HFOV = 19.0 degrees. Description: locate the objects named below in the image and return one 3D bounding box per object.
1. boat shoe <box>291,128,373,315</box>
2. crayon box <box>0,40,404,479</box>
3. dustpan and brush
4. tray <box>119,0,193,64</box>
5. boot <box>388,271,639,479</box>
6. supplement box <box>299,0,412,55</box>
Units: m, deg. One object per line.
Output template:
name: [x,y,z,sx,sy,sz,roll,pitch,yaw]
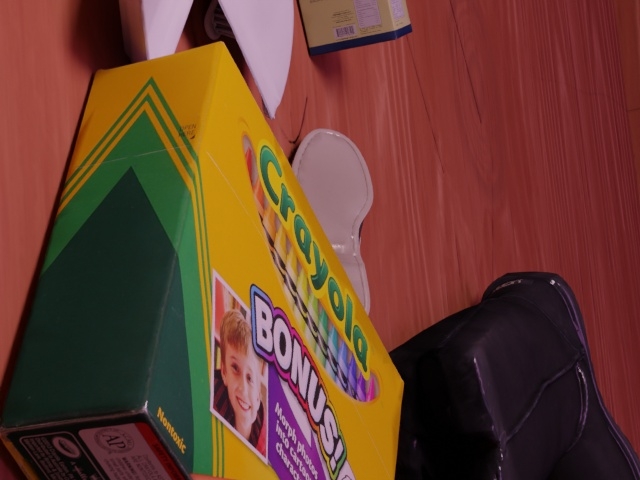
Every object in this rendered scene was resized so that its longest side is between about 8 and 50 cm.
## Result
boat shoe: [0.000,0.000,1.583,0.065,0.075,0.206,124,-29,-49]
crayon box: [-0.057,0.109,1.266,0.313,0.106,0.363,-81,153,-43]
dustpan and brush: [-0.059,-0.211,1.514,0.211,0.060,0.147,-70,147,-43]
tray: [-0.093,-0.237,1.331,0.145,0.030,0.270,93,12,-63]
boot: [0.200,0.232,1.853,0.367,0.146,0.445,69,16,-2]
supplement box: [0.028,-0.214,1.695,0.056,0.083,0.083,-36,116,-69]
